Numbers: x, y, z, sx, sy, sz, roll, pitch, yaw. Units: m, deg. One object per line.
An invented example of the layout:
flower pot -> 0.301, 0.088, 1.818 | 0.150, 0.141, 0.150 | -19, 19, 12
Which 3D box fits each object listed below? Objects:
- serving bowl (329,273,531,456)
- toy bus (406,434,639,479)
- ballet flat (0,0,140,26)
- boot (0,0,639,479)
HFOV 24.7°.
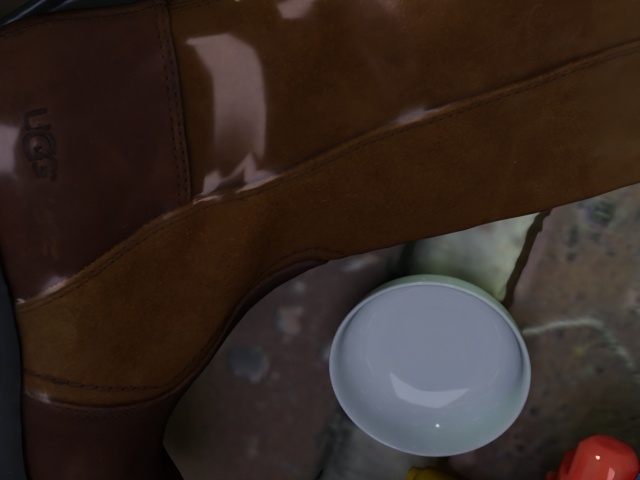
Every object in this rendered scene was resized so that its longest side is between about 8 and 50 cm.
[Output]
serving bowl -> 0.047, 0.048, 0.613 | 0.083, 0.027, 0.083 | 4, 116, 9
toy bus -> 0.069, 0.167, 0.606 | 0.220, 0.149, 0.211 | 16, 108, 5
ballet flat -> -0.156, -0.067, 0.564 | 0.280, 0.095, 0.096 | -19, 100, 5
boot -> 0.000, 0.000, 0.543 | 0.280, 0.096, 0.264 | -21, 124, -2
